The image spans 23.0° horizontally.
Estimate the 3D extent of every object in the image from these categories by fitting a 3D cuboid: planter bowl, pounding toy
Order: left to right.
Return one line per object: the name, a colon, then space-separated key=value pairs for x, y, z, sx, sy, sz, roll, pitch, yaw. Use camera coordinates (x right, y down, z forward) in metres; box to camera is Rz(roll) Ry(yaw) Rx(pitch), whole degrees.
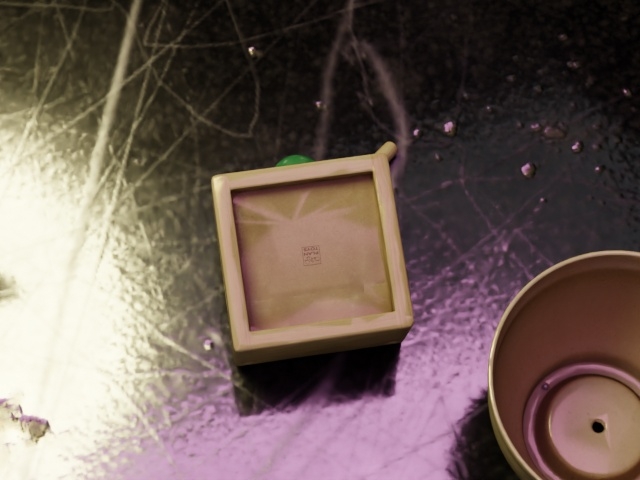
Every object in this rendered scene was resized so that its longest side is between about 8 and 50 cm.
pounding toy: x=0.000 y=0.000 z=1.004 sx=0.130 sy=0.100 sz=0.141 roll=-8 pitch=78 yaw=-5
planter bowl: x=0.174 y=0.101 z=0.949 sx=0.162 sy=0.109 sz=0.162 roll=1 pitch=67 yaw=-2
